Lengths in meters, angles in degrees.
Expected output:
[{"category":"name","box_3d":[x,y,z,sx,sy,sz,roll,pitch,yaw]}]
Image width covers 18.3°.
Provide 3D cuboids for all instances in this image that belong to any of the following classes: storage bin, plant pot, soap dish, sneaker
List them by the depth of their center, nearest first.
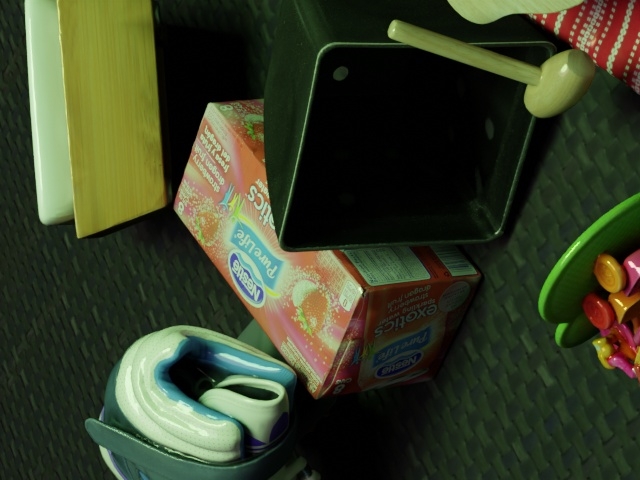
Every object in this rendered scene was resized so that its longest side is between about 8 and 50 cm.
[{"category":"plant pot","box_3d":[0.048,-0.117,1.539,0.167,0.187,0.188,-116,30,-48]},{"category":"sneaker","box_3d":[-0.047,0.205,1.639,0.323,0.130,0.236,43,152,4]},{"category":"storage bin","box_3d":[-0.040,0.122,1.778,0.135,0.098,0.091,-50,29,45]},{"category":"soap dish","box_3d":[-0.196,-0.117,1.832,0.291,0.118,0.229,-170,76,-87]}]

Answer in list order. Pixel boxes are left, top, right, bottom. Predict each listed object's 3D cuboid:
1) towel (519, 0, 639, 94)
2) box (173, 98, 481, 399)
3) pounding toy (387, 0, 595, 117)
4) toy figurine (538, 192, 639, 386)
[{"category":"towel","box_3d":[0.221,-0.215,1.417,0.275,0.031,0.199,41,127,43]},{"category":"box","box_3d":[0.000,0.000,1.664,0.257,0.128,0.122,51,132,36]},{"category":"pounding toy","box_3d":[0.122,-0.216,1.356,0.269,0.155,0.154,53,138,-5]},{"category":"toy figurine","box_3d":[0.246,0.075,1.373,0.159,0.130,0.173,50,154,25]}]
